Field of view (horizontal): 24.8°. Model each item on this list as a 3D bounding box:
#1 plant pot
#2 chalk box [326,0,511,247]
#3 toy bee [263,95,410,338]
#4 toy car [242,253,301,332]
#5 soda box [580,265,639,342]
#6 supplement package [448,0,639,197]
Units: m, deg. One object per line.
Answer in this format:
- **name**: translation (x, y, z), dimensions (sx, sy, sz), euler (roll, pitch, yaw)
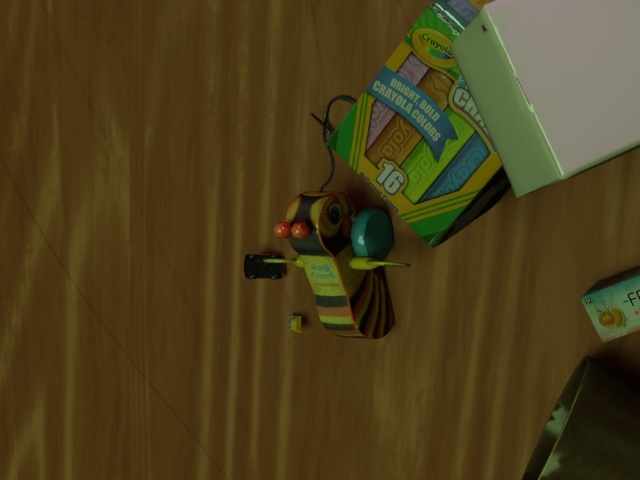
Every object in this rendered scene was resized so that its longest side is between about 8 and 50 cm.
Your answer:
- **plant pot**: translation (0.363, 0.277, 1.657), dimensions (0.230, 0.215, 0.215), euler (25, 122, 7)
- **chalk box**: translation (0.178, -0.168, 1.600), dimensions (0.179, 0.180, 0.289), euler (45, 125, 10)
- **toy bee**: translation (0.000, 0.000, 1.798), dimensions (0.195, 0.162, 0.298), euler (-25, 94, 40)
- **toy car**: translation (-0.070, 0.072, 1.941), dimensions (0.040, 0.060, 0.122), euler (-7, 99, 68)
- **soda box**: translation (0.386, 0.053, 1.625), dimensions (0.183, 0.058, 0.063), euler (-24, 94, 37)
- **supplement package**: translation (0.300, -0.183, 1.395), dimensions (0.293, 0.175, 0.177), euler (-24, 88, -7)
